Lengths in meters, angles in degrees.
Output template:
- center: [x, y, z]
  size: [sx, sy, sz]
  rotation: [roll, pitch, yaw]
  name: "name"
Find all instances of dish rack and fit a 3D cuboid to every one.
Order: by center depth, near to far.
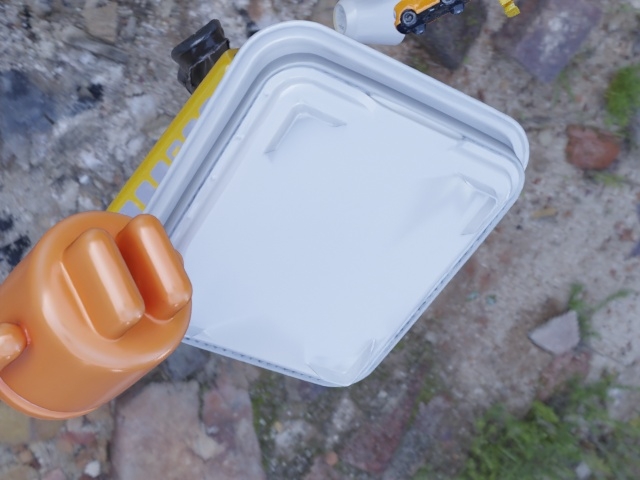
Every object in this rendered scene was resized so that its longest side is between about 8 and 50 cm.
- center: [0.000, 0.000, 0.860]
  size: [0.286, 0.072, 0.332]
  rotation: [22, 122, -24]
  name: "dish rack"

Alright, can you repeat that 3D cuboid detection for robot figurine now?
- center: [-0.179, 0.060, 0.752]
  size: [0.128, 0.219, 0.158]
  rotation: [34, 48, -19]
  name: "robot figurine"

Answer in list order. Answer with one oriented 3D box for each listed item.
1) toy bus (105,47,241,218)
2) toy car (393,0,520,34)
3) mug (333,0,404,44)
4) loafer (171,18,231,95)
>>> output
- center: [-0.147, -0.064, 1.196]
  size: [0.130, 0.108, 0.332]
  rotation: [44, 114, 4]
  name: "toy bus"
- center: [0.098, -0.182, 0.752]
  size: [0.122, 0.060, 0.040]
  rotation: [-11, 76, -54]
  name: "toy car"
- center: [0.046, -0.229, 1.042]
  size: [0.064, 0.078, 0.062]
  rotation: [-11, 74, -22]
  name: "mug"
- center: [-0.148, -0.235, 1.359]
  size: [0.080, 0.220, 0.078]
  rotation: [-38, 89, -7]
  name: "loafer"
